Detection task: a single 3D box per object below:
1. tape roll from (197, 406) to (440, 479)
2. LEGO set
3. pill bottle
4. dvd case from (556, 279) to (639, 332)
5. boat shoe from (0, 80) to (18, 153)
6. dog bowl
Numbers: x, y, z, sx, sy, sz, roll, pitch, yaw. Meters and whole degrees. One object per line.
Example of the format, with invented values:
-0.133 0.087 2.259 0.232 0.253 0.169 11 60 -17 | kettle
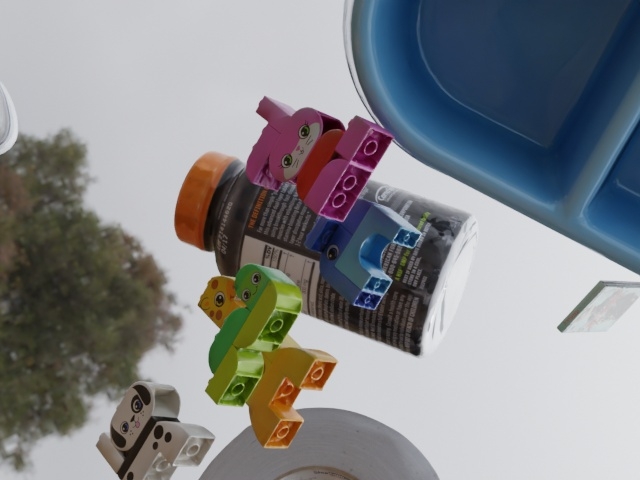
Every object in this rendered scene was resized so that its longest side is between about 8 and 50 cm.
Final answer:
-0.001 0.247 0.918 0.219 0.219 0.072 51 -13 29 | tape roll
-0.035 0.028 0.590 0.093 0.087 0.227 42 -74 39 | LEGO set
0.000 0.000 0.979 0.246 0.130 0.130 20 -43 16 | pill bottle
0.361 0.085 1.464 0.087 0.119 0.013 -52 -125 25 | dvd case
-0.445 -0.209 1.318 0.258 0.095 0.084 52 -4 3 | boat shoe
0.144 -0.069 0.532 0.297 0.074 0.166 28 -73 4 | dog bowl
